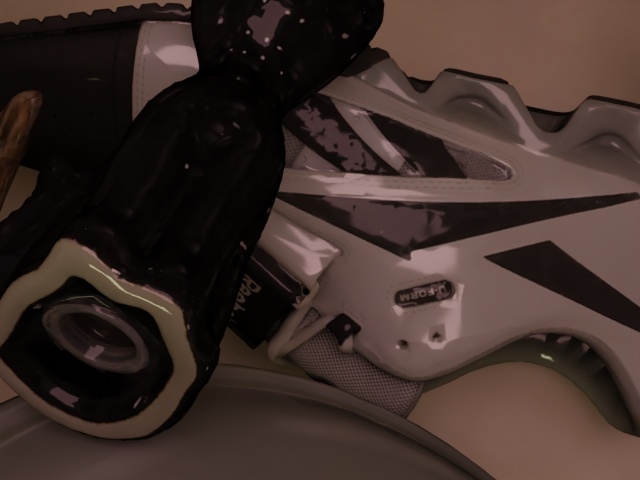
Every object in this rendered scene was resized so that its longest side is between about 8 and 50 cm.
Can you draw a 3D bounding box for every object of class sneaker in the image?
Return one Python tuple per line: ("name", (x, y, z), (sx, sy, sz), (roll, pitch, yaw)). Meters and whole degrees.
("sneaker", (0.000, 0.000, 0.735), (0.330, 0.122, 0.146), (11, 77, 0))

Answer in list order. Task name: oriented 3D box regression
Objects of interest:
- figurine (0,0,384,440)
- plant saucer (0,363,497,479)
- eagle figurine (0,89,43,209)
("figurine", (-0.095, -0.071, 0.615), (0.215, 0.092, 0.209), (32, 48, -5))
("plant saucer", (0.012, 0.213, 0.565), (0.400, 0.100, 0.400), (18, 57, -30))
("eagle figurine", (-0.283, -0.008, 0.696), (0.298, 0.225, 0.226), (22, 89, -10))
